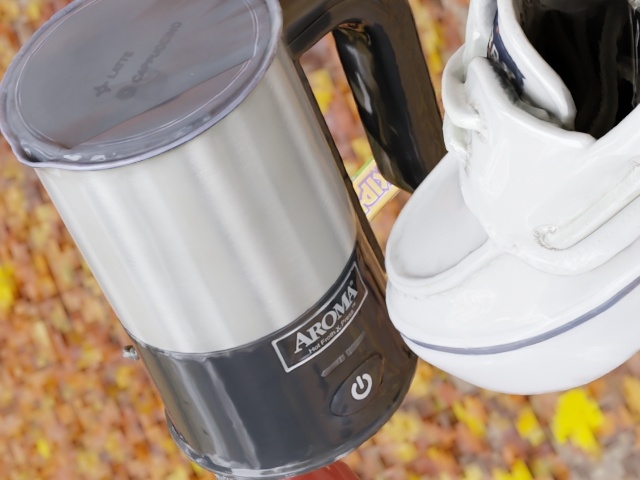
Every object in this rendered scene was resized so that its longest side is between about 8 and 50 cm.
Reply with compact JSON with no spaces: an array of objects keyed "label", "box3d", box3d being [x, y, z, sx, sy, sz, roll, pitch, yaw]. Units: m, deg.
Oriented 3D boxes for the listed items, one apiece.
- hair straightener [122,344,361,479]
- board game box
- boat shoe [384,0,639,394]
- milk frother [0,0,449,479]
[{"label":"hair straightener","box3d":[-0.025,0.126,0.931,0.230,0.047,0.089,41,139,33]},{"label":"board game box","box3d":[0.000,0.000,1.417,0.039,0.124,0.259,45,106,-2]},{"label":"boat shoe","box3d":[0.073,-0.037,0.456,0.267,0.088,0.096,-30,39,59]},{"label":"milk frother","box3d":[-0.044,-0.022,0.594,0.143,0.129,0.135,9,140,32]}]
